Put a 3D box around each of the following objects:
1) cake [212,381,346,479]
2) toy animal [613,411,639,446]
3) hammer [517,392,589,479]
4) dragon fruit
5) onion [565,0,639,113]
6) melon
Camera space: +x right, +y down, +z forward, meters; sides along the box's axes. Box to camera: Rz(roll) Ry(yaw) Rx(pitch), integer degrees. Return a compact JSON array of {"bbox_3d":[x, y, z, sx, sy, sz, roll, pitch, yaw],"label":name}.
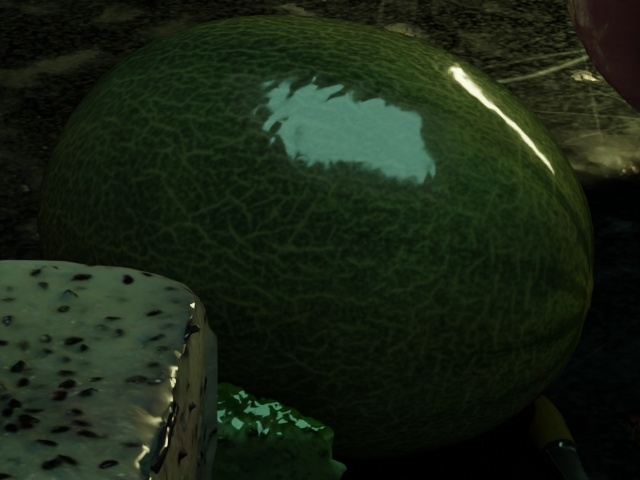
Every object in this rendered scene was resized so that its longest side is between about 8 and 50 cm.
[{"bbox_3d":[-0.098,0.101,0.878,0.235,0.100,0.099,4,28,8],"label":"cake"},{"bbox_3d":[0.273,0.055,0.866,0.243,0.087,0.260,-28,56,-1],"label":"toy animal"},{"bbox_3d":[0.125,0.112,0.946,0.078,0.021,0.201,-6,27,-11],"label":"hammer"},{"bbox_3d":[-0.149,0.146,0.663,0.204,0.221,0.283,0,24,4],"label":"dragon fruit"},{"bbox_3d":[0.362,-0.215,1.214,0.358,0.358,0.345,-13,23,-24],"label":"onion"},{"bbox_3d":[0.000,0.000,0.934,0.301,0.237,0.237,12,30,22],"label":"melon"}]
